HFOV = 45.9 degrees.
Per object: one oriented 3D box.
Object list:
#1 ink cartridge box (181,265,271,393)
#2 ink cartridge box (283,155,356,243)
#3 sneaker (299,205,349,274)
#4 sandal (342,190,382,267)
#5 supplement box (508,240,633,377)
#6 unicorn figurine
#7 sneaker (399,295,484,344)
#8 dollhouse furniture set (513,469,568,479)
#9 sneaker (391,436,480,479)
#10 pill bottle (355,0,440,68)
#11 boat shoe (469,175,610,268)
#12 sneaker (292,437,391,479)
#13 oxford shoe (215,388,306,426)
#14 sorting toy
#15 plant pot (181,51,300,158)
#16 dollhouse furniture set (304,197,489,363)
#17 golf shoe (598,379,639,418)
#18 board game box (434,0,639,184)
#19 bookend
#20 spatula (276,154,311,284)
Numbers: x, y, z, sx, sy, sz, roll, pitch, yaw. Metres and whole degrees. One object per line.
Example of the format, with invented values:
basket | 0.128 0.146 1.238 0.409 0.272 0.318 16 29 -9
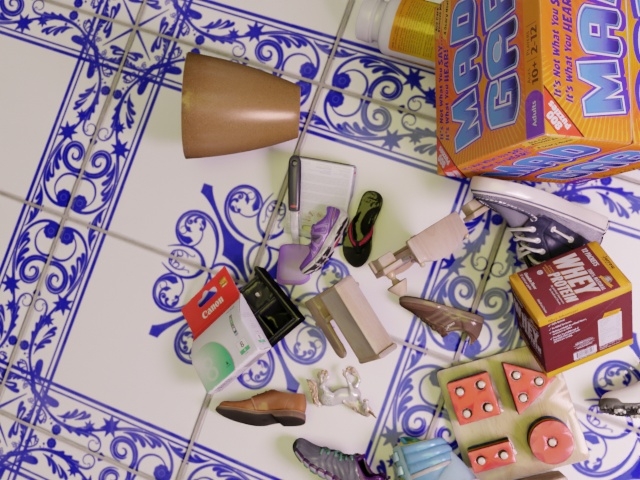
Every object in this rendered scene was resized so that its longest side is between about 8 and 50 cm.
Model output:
ink cartridge box | -0.229 0.197 1.682 0.181 0.056 0.225 -43 68 26
ink cartridge box | -0.001 -0.095 1.736 0.145 0.045 0.179 11 105 11
sneaker | 0.000 0.000 1.704 0.071 0.068 0.170 32 92 20
sandal | 0.092 -0.028 1.701 0.067 0.040 0.179 16 87 11
supplement box | 0.499 0.138 1.503 0.191 0.194 0.129 -22 42 1
unicorn figurine | 0.054 0.337 1.669 0.162 0.060 0.111 -10 83 26
sneaker | 0.256 0.172 1.638 0.188 0.066 0.071 15 88 12
dollhouse furniture set | 0.410 0.670 1.384 0.256 0.394 0.362 -15 85 2
sneaker | 0.188 0.541 1.599 0.319 0.127 0.208 -46 56 19
pill bottle | 0.209 -0.465 1.674 0.245 0.136 0.136 18 88 11
boat shoe | 0.434 -0.015 1.532 0.340 0.127 0.158 17 91 -22
sneaker | 0.047 0.474 1.624 0.223 0.083 0.098 33 101 21
oxford shoe | -0.131 0.372 1.699 0.212 0.076 0.076 -1 54 13
sorting toy | 0.401 0.366 1.579 0.255 0.089 0.257 -18 81 8
plant pot | -0.174 -0.296 1.699 0.254 0.237 0.237 2 85 -3
dollhouse furniture set | 0.189 0.095 1.609 0.355 0.303 0.174 -30 87 -24
golf shoe | 0.695 0.292 1.540 0.272 0.105 0.120 -11 67 3
board game box | 0.459 -0.318 1.438 0.356 0.356 0.356 2 84 -21
bookend | -0.145 0.167 1.710 0.156 0.072 0.157 -40 78 5
spatula | -0.058 -0.045 1.719 0.084 0.030 0.296 3 101 10
